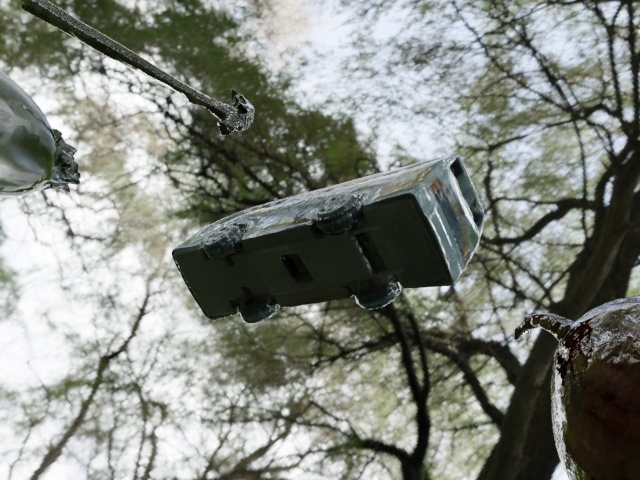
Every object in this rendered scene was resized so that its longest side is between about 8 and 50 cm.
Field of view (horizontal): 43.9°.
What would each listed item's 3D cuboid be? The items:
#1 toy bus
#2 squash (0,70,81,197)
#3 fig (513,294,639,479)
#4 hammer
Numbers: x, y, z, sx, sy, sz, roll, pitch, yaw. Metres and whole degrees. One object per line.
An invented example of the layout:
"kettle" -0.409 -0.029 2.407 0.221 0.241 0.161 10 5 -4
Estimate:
"toy bus" 0.000 0.000 0.816 0.329 0.136 0.109 -11 -65 39
"squash" -0.216 -0.069 0.400 0.087 0.331 0.087 -2 -97 16
"fig" 0.213 0.089 0.491 0.148 0.149 0.202 70 10 -50
"hammer" -0.209 -0.203 0.896 0.297 0.125 0.027 28 -69 0
